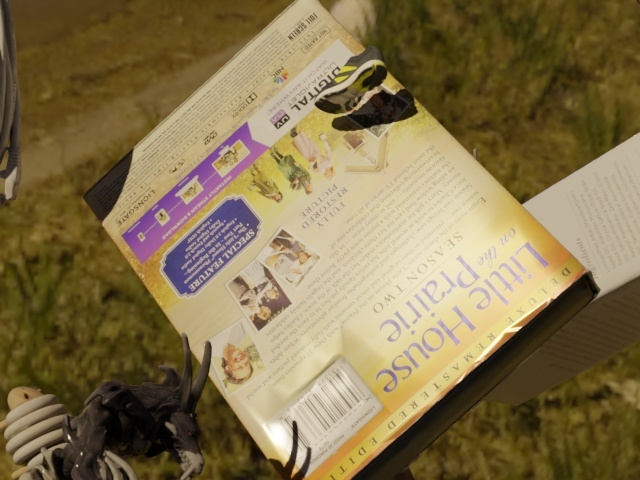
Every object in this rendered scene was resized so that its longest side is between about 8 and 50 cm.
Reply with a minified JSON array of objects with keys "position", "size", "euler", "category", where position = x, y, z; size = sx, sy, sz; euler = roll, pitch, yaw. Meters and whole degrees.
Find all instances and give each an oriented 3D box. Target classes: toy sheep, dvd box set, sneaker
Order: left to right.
[{"position":[-0.317,0.225,1.426],"size":[0.091,0.091,0.132],"euler":[-21,78,-45],"category":"toy sheep"},{"position":[0.000,0.000,1.140],"size":[0.420,0.307,0.062],"euler":[49,3,32],"category":"dvd box set"},{"position":[0.028,-0.141,1.113],"size":[0.031,0.083,0.035],"euler":[34,44,-33],"category":"sneaker"}]

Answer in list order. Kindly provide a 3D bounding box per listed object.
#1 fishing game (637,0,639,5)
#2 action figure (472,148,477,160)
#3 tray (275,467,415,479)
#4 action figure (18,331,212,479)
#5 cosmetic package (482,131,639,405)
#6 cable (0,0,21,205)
[{"position":[0.340,-0.251,1.286],"size":[0.189,0.041,0.264],"euler":[32,10,12],"category":"fishing game"},{"position":[0.076,0.014,1.332],"size":[0.099,0.285,0.185],"euler":[39,-3,-10],"category":"action figure"},{"position":[0.076,0.403,1.561],"size":[0.076,0.411,0.203],"euler":[-27,2,-32],"category":"tray"},{"position":[-0.165,0.199,0.952],"size":[0.141,0.276,0.164],"euler":[50,6,12],"category":"action figure"},{"position":[0.348,0.032,1.568],"size":[0.230,0.453,0.161],"euler":[20,44,-52],"category":"cosmetic package"},{"position":[-0.371,-0.167,1.200],"size":[0.089,0.257,0.257],"euler":[-6,19,-36],"category":"cable"}]
